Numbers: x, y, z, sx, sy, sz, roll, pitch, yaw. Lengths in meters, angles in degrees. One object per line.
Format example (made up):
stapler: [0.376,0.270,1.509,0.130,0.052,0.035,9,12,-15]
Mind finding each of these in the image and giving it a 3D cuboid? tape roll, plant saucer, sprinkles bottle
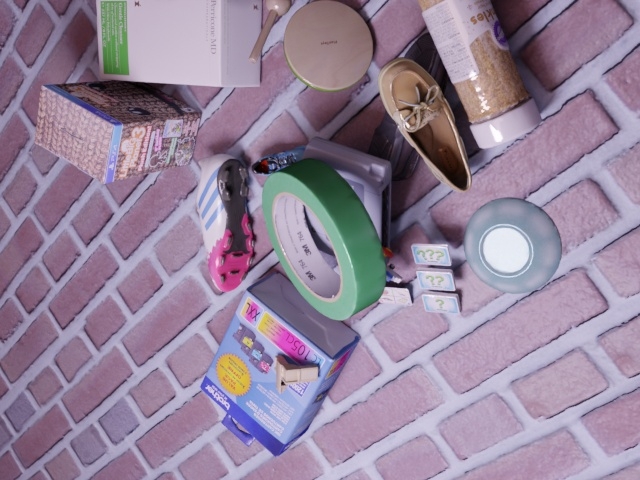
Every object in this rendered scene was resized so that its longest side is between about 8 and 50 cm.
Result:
tape roll: [0.000,0.000,1.394,0.321,0.077,0.321,43,149,34]
plant saucer: [0.365,0.016,1.365,0.194,0.037,0.195,10,109,29]
sprinkles bottle: [0.266,-0.344,1.239,0.121,0.121,0.355,-20,102,34]

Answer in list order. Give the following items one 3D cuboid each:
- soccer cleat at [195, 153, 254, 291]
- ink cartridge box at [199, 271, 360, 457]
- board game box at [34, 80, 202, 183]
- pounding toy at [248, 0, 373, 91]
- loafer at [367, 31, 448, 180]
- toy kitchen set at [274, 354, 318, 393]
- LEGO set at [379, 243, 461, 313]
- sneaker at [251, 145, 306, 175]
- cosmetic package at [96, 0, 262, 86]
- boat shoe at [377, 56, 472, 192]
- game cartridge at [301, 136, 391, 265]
soccer cleat: [-0.237,-0.046,1.691,0.143,0.116,0.331,18,111,44]
ink cartridge box: [-0.114,0.319,1.686,0.270,0.151,0.396,37,121,18]
board game box: [-0.468,-0.266,1.648,0.232,0.291,0.141,29,117,21]
pounding toy: [-0.018,-0.390,1.434,0.236,0.110,0.183,17,82,-10]
loafer: [0.185,-0.255,1.382,0.109,0.095,0.303,49,124,47]
toy kitchen set: [-0.056,0.295,1.535,0.083,0.075,0.068,-147,57,-64]
LEGO set: [0.156,0.085,1.459,0.244,0.060,0.183,4,131,27]
sneaker: [-0.085,-0.168,1.569,0.162,0.073,0.063,-11,98,34]
cosmetic package: [-0.319,-0.451,1.585,0.365,0.155,0.197,9,106,31]
boat shoe: [0.204,-0.209,1.289,0.104,0.089,0.285,-36,122,10]
game cartridge: [0.050,-0.074,1.458,0.198,0.062,0.297,26,143,26]
